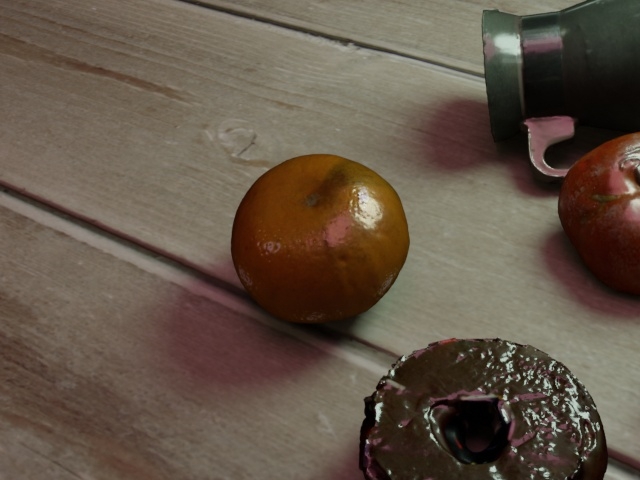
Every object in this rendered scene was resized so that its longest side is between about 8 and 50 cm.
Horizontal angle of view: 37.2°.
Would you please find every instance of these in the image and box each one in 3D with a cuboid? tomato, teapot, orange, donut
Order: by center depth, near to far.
[{"bbox_3d":[0.170,0.221,1.016,0.270,0.103,0.269,-7,42,6],"label":"donut"},{"bbox_3d":[0.422,-0.048,1.199,0.237,0.095,0.236,-4,64,8],"label":"tomato"},{"bbox_3d":[0.000,0.000,1.223,0.240,0.171,0.240,-13,50,15],"label":"orange"},{"bbox_3d":[0.414,-0.232,1.359,0.344,0.253,0.300,-5,73,16],"label":"teapot"}]
